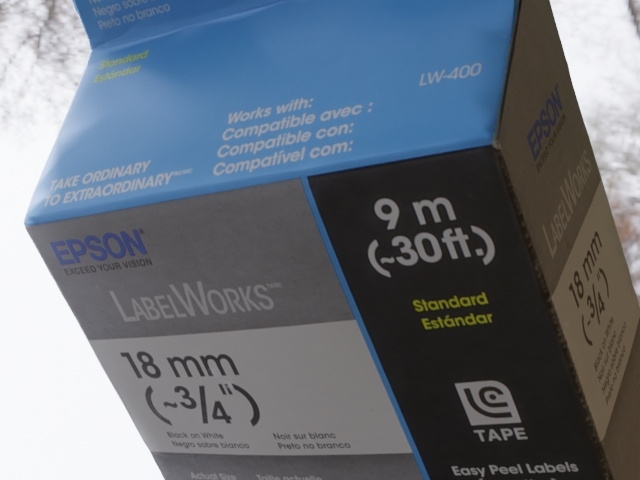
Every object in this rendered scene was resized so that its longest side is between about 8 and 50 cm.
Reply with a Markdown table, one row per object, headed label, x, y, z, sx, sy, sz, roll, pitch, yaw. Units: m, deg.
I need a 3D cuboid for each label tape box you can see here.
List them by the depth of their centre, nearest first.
| label | x | y | z | sx | sy | sz | roll | pitch | yaw |
| --- | --- | --- | --- | --- | --- | --- | --- | --- | --- |
| label tape box | 0.000 | 0.000 | 0.514 | 0.106 | 0.240 | 0.334 | -53 | -53 | -49 |
